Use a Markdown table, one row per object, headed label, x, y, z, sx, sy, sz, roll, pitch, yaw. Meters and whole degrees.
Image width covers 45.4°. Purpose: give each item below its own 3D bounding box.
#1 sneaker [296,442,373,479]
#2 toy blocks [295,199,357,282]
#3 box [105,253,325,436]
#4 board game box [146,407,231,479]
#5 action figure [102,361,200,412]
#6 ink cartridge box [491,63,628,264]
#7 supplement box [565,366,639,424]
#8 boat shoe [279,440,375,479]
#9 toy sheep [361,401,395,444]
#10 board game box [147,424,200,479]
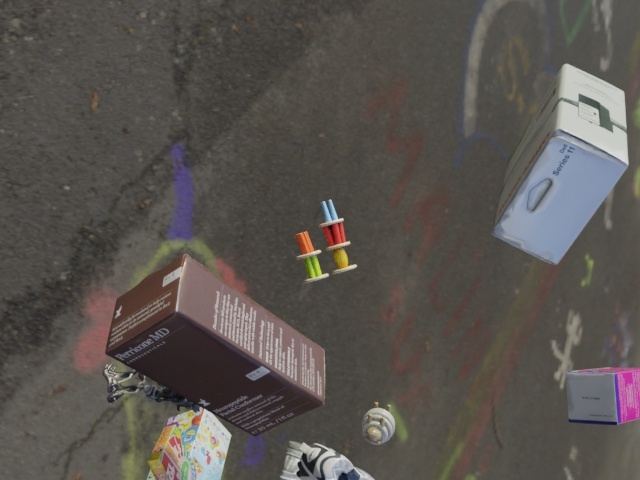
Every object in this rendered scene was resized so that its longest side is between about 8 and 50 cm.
| label | x | y | z | sx | sy | sz | roll | pitch | yaw |
| --- | --- | --- | --- | --- | --- | --- | --- | --- | --- |
| sneaker | 0.027 | 0.515 | 1.663 | 0.094 | 0.153 | 0.235 | -52 | 130 | -13 |
| toy blocks | 0.000 | 0.000 | 1.541 | 0.123 | 0.054 | 0.148 | -16 | 89 | -29 |
| box | -0.180 | 0.205 | 1.415 | 0.381 | 0.191 | 0.143 | 39 | 34 | -32 |
| board game box | -0.367 | 0.623 | 2.117 | 0.144 | 0.142 | 0.275 | 56 | 24 | -27 |
| action figure | -0.370 | 0.327 | 1.816 | 0.164 | 0.276 | 0.141 | 80 | 14 | -47 |
| ink cartridge box | 0.280 | -0.093 | 0.894 | 0.153 | 0.087 | 0.208 | -66 | 176 | 37 |
| supplement box | 0.645 | 0.341 | 1.694 | 0.220 | 0.111 | 0.114 | 8 | 78 | -47 |
| boat shoe | 0.023 | 0.581 | 1.857 | 0.320 | 0.118 | 0.103 | 39 | 66 | -41 |
| toy sheep | 0.142 | 0.447 | 1.859 | 0.132 | 0.091 | 0.091 | -35 | 125 | -62 |
| board game box | -0.283 | 0.529 | 1.598 | 0.124 | 0.039 | 0.259 | -75 | 150 | -70 |
